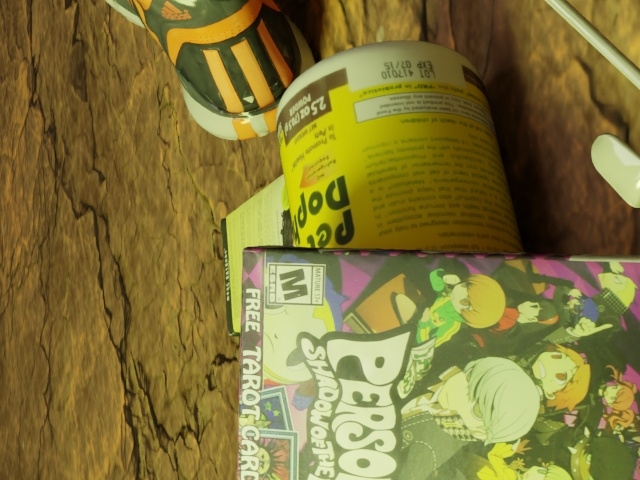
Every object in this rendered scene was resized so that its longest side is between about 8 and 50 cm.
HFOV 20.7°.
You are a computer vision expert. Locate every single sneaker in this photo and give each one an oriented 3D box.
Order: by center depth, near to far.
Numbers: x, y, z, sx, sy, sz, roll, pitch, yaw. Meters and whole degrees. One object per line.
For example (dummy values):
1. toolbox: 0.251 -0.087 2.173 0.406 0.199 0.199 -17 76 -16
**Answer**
1. sneaker: -0.106 -0.224 1.219 0.321 0.125 0.180 52 170 43

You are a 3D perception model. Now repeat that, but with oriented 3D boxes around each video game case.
1. video game case: 0.062 0.119 0.800 0.042 0.210 0.232 0 -88 -67

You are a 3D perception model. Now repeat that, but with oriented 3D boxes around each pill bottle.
1. pill bottle: 0.048 0.012 0.912 0.117 0.117 0.215 125 140 -55

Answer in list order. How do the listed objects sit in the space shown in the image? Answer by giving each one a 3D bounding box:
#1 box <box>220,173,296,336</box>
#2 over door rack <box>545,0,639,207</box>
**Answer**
1. box: 0.000 0.000 1.113 0.232 0.058 0.087 145 123 -65
2. over door rack: 0.133 -0.205 0.738 0.324 0.108 0.239 60 143 38
